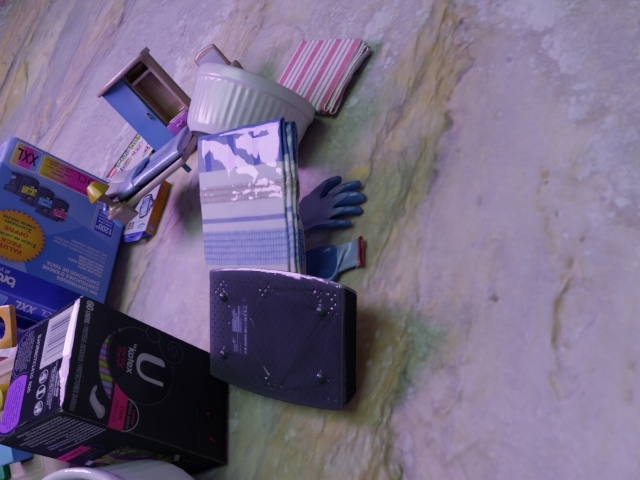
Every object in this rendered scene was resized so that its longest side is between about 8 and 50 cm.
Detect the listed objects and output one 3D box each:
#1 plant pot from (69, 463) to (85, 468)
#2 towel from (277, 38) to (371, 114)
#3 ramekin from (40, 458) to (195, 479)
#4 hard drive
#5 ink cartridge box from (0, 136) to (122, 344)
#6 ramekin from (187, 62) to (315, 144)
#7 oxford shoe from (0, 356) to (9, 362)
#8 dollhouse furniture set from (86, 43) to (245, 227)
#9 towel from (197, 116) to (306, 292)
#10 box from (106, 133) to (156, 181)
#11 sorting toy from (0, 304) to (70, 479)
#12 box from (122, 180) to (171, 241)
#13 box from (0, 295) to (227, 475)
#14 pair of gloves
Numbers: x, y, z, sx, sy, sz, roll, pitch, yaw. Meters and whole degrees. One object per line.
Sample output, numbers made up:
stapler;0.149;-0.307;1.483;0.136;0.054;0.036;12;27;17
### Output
plant pot;-0.416;0.344;1.074;0.201;0.201;0.180;22;96;49
towel;-0.007;-0.291;1.217;0.197;0.029;0.144;20;79;51
ramekin;-0.239;0.403;0.829;0.277;0.135;0.277;-2;87;30
hard drive;-0.054;0.123;0.917;0.254;0.054;0.172;3;94;43
ink cartridge box;-0.546;0.034;1.307;0.151;0.270;0.396;-34;41;39
ramekin;-0.121;-0.201;1.137;0.207;0.207;0.109;17;87;48
oxford shoe;-0.754;0.330;1.473;0.396;0.140;0.147;0;95;38
dollhouse furniture set;-0.305;-0.222;1.248;0.286;0.198;0.303;-34;23;24
towel;-0.102;-0.026;1.010;0.209;0.034;0.285;-3;92;42
box;-0.384;-0.197;1.504;0.207;0.036;0.114;-53;41;2
sorting toy;-0.453;0.263;0.958;0.196;0.047;0.348;-24;76;23
box;-0.357;-0.056;1.394;0.081;0.028;0.136;-8;62;41
box;-0.270;0.217;0.942;0.143;0.270;0.165;-27;48;28
pair of gloves;0.000;0.000;1.017;0.159;0.023;0.198;-22;55;31
